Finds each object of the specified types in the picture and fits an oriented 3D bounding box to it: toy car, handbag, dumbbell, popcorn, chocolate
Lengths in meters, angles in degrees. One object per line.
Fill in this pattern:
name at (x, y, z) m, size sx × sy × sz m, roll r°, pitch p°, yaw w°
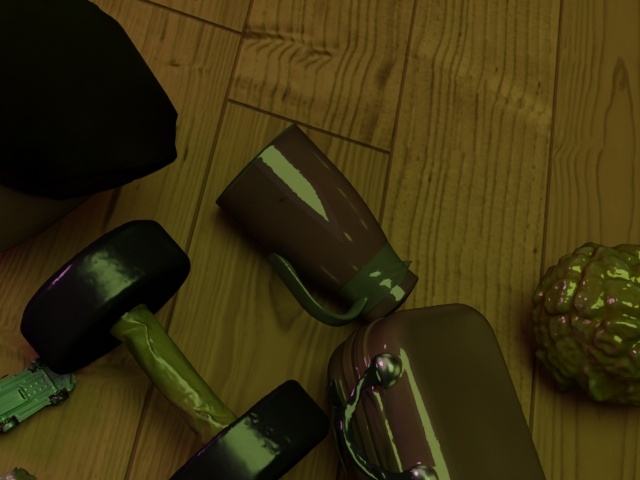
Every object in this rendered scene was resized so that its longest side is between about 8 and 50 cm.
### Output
toy car at (-0.339, 0.177, 1.285) m, size 0.122 × 0.035 × 0.059 m, roll -28°, pitch 75°, yaw -39°
handbag at (0.116, 0.226, 1.317) m, size 0.283 × 0.149 × 0.301 m, roll 6°, pitch 61°, yaw -46°
dumbbell at (-0.164, 0.154, 1.262) m, size 0.204 × 0.203 × 0.322 m, roll -37°, pitch 80°, yaw -31°
popcorn at (0.411, 0.107, 1.505) m, size 0.237 × 0.205 × 0.252 m, roll 42°, pitch 45°, yaw 22°
chocolate at (-0.380, -0.124, 1.288) m, size 0.326 × 0.297 × 0.314 m, roll 52°, pitch 35°, yaw 15°

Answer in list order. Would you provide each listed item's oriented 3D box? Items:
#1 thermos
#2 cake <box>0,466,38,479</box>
thermos at (0.000, 0.000, 1.443) m, size 0.265 × 0.146 × 0.176 m, roll 46°, pitch 52°, yaw 1°
cake at (-0.389, 0.334, 1.106) m, size 0.284 × 0.172 × 0.158 m, roll -7°, pitch 64°, yaw -21°
